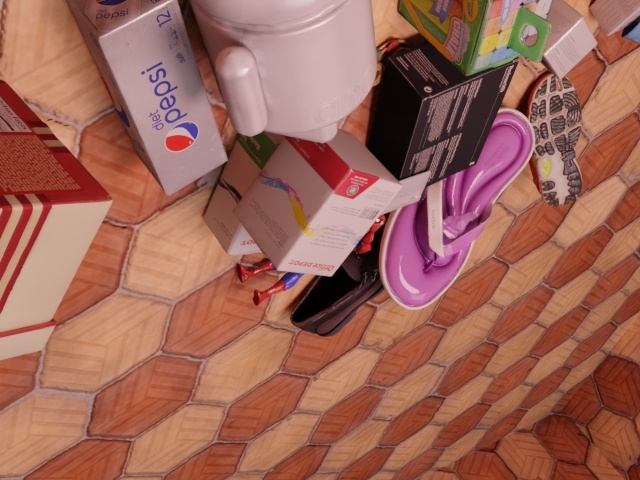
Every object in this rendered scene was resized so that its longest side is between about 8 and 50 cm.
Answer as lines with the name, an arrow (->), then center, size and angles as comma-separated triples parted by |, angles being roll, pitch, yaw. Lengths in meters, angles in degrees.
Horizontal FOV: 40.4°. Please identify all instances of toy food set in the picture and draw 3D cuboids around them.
toy food set -> 0.104, -0.268, 1.314 | 0.083, 0.020, 0.082 | -6, 137, -42

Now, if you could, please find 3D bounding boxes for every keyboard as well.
keyboard -> 0.064, -0.052, 1.381 | 0.256, 0.014, 0.072 | -21, 147, -24

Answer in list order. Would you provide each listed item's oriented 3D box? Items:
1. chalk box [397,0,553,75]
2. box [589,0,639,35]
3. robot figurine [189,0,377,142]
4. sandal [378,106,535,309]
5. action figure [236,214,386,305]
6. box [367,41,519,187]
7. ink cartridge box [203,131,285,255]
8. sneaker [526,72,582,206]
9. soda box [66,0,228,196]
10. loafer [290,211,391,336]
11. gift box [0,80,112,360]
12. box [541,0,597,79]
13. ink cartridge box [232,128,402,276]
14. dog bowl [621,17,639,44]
chalk box -> 0.224, -0.321, 1.182 | 0.132, 0.213, 0.132 | -24, 146, -24
box -> 0.539, -0.429, 1.387 | 0.063, 0.067, 0.324 | -29, 174, -13
robot figurine -> -0.041, -0.263, 0.990 | 0.353, 0.200, 0.300 | 76, 29, -58
sandal -> 0.242, -0.068, 1.543 | 0.416, 0.169, 0.102 | -58, -169, -6
action figure -> 0.000, 0.000, 1.489 | 0.280, 0.091, 0.139 | -26, 156, -21
box -> 0.185, -0.200, 1.391 | 0.184, 0.103, 0.261 | -23, 153, -21
ink cartridge box -> -0.068, -0.086, 1.309 | 0.153, 0.087, 0.208 | -7, 136, -42
sneaker -> 0.434, -0.199, 1.685 | 0.107, 0.118, 0.279 | -15, 123, -6
soda box -> -0.199, -0.183, 1.035 | 0.098, 0.091, 0.286 | -33, 149, -13
loafer -> 0.054, 0.068, 1.632 | 0.095, 0.109, 0.302 | 11, 125, -44
gift box -> -0.420, -0.010, 0.883 | 0.276, 0.255, 0.258 | -5, 135, -52
box -> 0.382, -0.342, 1.433 | 0.087, 0.102, 0.101 | -44, 149, 13
ink cartridge box -> -0.006, -0.056, 1.200 | 0.128, 0.127, 0.176 | 11, 122, -52
dog bowl -> 0.642, -0.440, 1.490 | 0.166, 0.074, 0.297 | -54, 180, -35
